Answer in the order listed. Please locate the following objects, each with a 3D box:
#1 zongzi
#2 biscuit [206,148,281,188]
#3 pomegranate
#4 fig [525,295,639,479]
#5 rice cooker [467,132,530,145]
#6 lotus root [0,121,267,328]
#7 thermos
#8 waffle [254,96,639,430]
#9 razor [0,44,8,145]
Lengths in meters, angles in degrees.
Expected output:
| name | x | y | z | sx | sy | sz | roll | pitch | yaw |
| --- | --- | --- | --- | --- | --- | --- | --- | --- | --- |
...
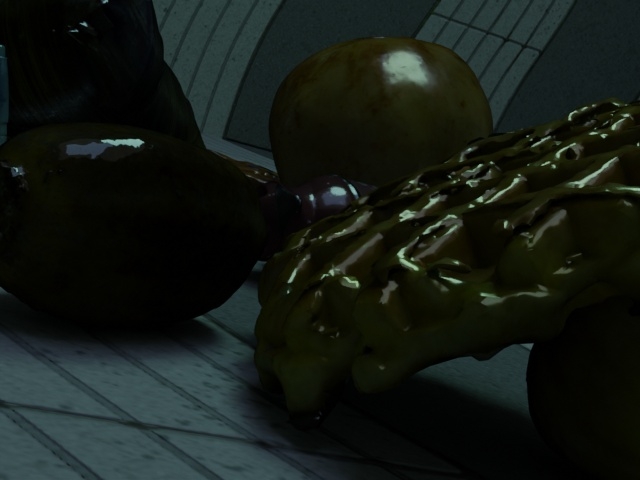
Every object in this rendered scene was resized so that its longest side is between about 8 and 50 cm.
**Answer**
| name | x | y | z | sx | sy | sz | roll | pitch | yaw |
| --- | --- | --- | --- | --- | --- | --- | --- | --- | --- |
| zongzi | -0.377 | -0.184 | 1.652 | 0.403 | 0.208 | 0.432 | -5 | -35 | 14 |
| biscuit | -0.147 | -0.110 | 1.886 | 0.333 | 0.047 | 0.202 | 16 | 7 | -5 |
| pomegranate | 0.088 | -0.133 | 1.697 | 0.338 | 0.338 | 0.338 | 16 | 6 | -2 |
| fig | 0.231 | 0.112 | 0.673 | 0.159 | 0.159 | 0.257 | 13 | 25 | -32 |
| rice cooker | 0.278 | -0.027 | 1.448 | 0.280 | 0.227 | 0.241 | 17 | 7 | 9 |
| lotus root | -0.120 | -0.009 | 0.746 | 0.122 | 0.124 | 0.241 | 8 | 2 | 26 |
| thermos | 0.045 | -0.003 | 1.176 | 0.330 | 0.110 | 0.136 | 11 | 9 | -42 |
| waffle | 0.130 | -0.012 | 0.726 | 0.379 | 0.095 | 0.382 | -22 | 7 | -1 |
| razor | -0.342 | -0.140 | 1.250 | 0.040 | 0.135 | 0.068 | -1 | 2 | 15 |
